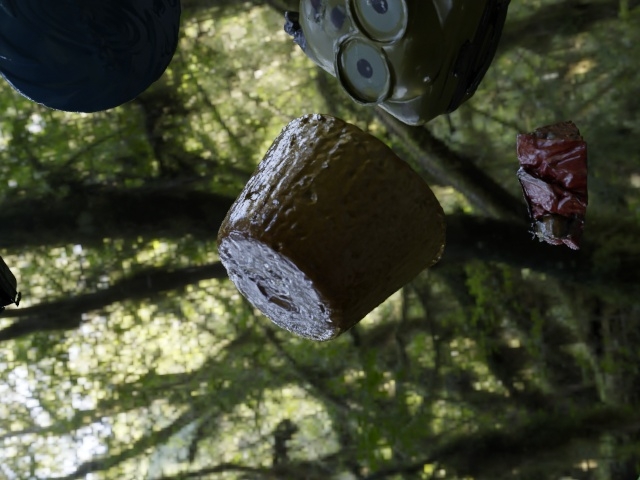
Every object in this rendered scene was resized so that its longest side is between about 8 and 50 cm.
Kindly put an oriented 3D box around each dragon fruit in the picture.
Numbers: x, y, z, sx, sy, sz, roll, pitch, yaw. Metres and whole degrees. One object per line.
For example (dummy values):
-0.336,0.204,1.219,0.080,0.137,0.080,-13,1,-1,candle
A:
0.326,-0.074,1.380,0.122,0.092,0.192,-86,-13,-55,dragon fruit

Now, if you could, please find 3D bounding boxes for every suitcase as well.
0.073,-0.245,1.012,0.143,0.235,0.194,-32,-30,-38,suitcase

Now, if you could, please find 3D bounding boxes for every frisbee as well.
-0.339,-0.323,1.376,0.049,0.289,0.290,-146,39,-68,frisbee

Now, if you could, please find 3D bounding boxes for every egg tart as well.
0.000,0.000,0.912,0.147,0.202,0.203,-49,-45,-26,egg tart

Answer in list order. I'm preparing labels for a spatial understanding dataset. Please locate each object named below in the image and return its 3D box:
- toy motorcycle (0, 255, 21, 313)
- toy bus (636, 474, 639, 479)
-0.439,-0.013,1.079,0.182,0.123,0.272,-106,-5,-55,toy motorcycle
0.342,0.288,0.835,0.143,0.179,0.305,42,171,39,toy bus
